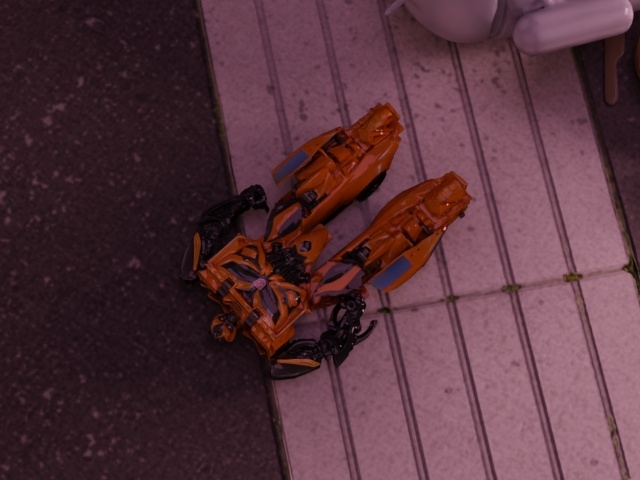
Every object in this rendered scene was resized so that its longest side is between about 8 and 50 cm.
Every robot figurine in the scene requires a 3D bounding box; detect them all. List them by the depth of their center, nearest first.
[{"bbox_3d":[0.000,0.000,1.495,0.291,0.085,0.211,-41,78,-15],"label":"robot figurine"},{"bbox_3d":[0.222,-0.319,1.556,0.353,0.200,0.300,-11,55,-8],"label":"robot figurine"}]

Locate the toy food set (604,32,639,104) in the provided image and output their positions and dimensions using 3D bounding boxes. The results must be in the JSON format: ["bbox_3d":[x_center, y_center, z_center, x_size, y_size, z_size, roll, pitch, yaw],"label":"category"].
[{"bbox_3d":[0.392,-0.210,1.575,0.038,0.192,0.132,22,67,-43],"label":"toy food set"}]
